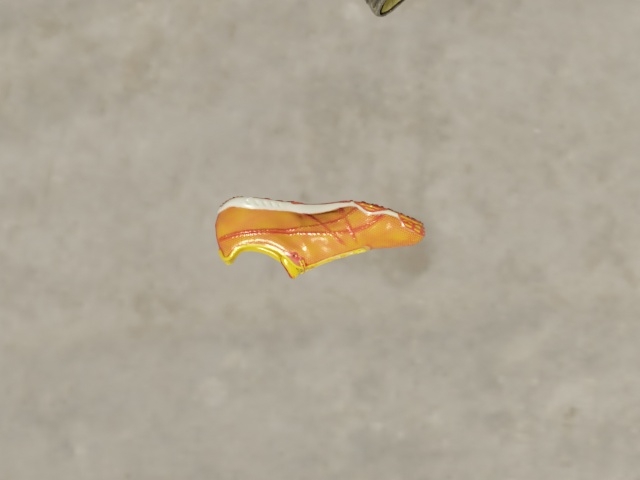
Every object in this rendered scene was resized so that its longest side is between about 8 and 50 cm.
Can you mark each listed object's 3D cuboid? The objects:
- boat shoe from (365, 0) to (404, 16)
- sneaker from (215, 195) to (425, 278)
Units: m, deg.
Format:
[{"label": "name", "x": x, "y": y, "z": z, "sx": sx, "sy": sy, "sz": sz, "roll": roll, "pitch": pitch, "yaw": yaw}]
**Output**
[{"label": "boat shoe", "x": 0.101, "y": -0.271, "z": 1.706, "sx": 0.073, "sy": 0.080, "sz": 0.223, "roll": 61, "pitch": 149, "yaw": -3}, {"label": "sneaker", "x": 0.000, "y": 0.000, "z": 1.515, "sx": 0.175, "sy": 0.064, "sz": 0.067, "roll": 0, "pitch": 81, "yaw": 1}]
